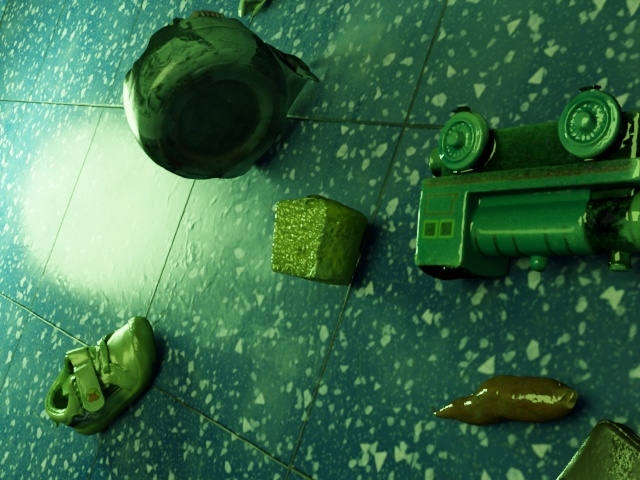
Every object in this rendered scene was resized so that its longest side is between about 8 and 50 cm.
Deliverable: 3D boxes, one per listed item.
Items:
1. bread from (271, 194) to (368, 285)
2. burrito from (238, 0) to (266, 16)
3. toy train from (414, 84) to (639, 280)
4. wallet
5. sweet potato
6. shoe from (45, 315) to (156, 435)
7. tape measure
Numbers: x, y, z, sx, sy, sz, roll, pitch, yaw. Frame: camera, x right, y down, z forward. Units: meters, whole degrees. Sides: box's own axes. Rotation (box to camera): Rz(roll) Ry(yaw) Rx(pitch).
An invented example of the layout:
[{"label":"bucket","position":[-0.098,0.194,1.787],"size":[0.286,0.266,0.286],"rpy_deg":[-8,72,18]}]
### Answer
[{"label":"bread","position":[0.000,0.000,1.170],"size":[0.129,0.111,0.114],"rpy_deg":[7,82,48]},{"label":"burrito","position":[-0.114,-0.461,1.568],"size":[0.118,0.044,0.074],"rpy_deg":[-53,45,12]},{"label":"toy train","position":[0.239,-0.051,0.924],"size":[0.298,0.120,0.194],"rpy_deg":[-2,78,48]},{"label":"wallet","position":[0.303,0.260,0.765],"size":[0.110,0.031,0.198],"rpy_deg":[-58,41,11]},{"label":"sweet potato","position":[0.193,0.174,0.917],"size":[0.195,0.056,0.056],"rpy_deg":[-22,57,47]},{"label":"shoe","position":[-0.383,0.248,1.494],"size":[0.262,0.128,0.140],"rpy_deg":[-49,56,25]},{"label":"tape measure","position":[-0.176,-0.225,1.356],"size":[0.256,0.275,0.147],"rpy_deg":[-55,45,22]}]
